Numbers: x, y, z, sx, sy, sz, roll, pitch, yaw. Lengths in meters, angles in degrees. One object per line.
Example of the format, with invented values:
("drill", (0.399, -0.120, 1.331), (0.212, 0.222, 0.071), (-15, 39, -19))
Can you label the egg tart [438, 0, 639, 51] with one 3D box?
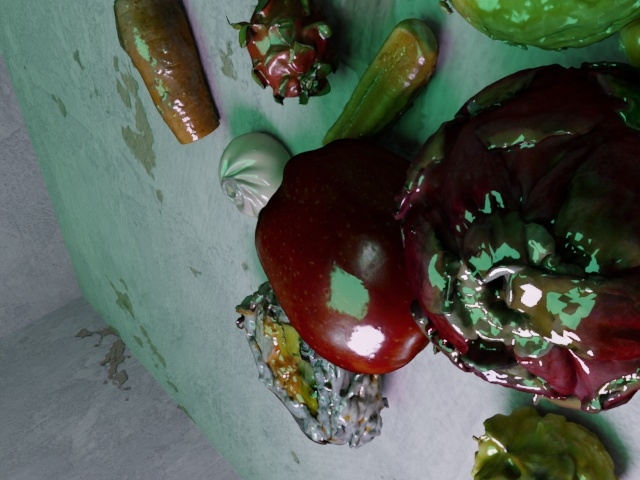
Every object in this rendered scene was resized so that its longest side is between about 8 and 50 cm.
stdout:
("egg tart", (0.210, -0.323, 0.462), (0.315, 0.120, 0.315), (30, 136, 34))

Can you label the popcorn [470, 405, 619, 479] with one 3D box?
("popcorn", (0.326, 0.359, 0.834), (0.169, 0.218, 0.189), (27, -167, -44))

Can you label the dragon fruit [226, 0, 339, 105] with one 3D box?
("dragon fruit", (-0.059, -0.309, 0.807), (0.236, 0.137, 0.135), (64, 175, -7))

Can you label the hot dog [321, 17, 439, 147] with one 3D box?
("hot dog", (0.078, -0.196, 0.788), (0.088, 0.061, 0.286), (58, 149, 4))

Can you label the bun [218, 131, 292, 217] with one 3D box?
("bun", (-0.131, -0.117, 1.073), (0.172, 0.119, 0.173), (30, 136, 34))

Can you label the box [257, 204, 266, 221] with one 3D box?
("box", (0.000, 0.000, 0.979), (0.090, 0.144, 0.201), (-21, 98, 52))

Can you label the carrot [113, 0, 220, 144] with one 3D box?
("carrot", (-0.296, -0.346, 1.096), (0.138, 0.138, 0.302), (6, 128, 50))

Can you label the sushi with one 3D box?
("sushi", (-0.011, 0.239, 1.163), (0.417, 0.175, 0.418), (39, 142, 39))

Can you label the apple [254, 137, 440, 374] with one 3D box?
("apple", (0.067, 0.020, 0.778), (0.317, 0.288, 0.288), (46, 145, 20))

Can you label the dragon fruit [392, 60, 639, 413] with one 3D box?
("dragon fruit", (0.231, -0.008, 0.525), (0.329, 0.329, 0.329), (32, 139, 33))

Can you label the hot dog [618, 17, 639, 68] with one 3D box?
("hot dog", (0.340, -0.164, 0.410), (0.215, 0.066, 0.047), (-9, 88, 22))
